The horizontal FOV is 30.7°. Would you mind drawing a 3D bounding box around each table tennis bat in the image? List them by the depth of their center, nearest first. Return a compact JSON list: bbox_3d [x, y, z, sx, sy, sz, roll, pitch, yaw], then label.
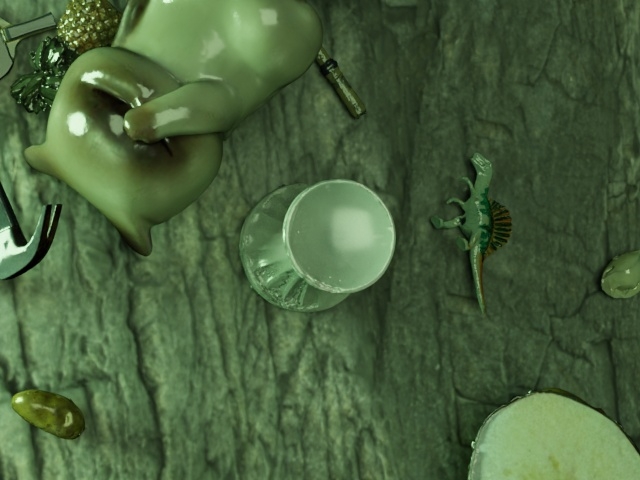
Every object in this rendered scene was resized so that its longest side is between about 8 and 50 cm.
[{"bbox_3d":[-0.388,-0.233,1.368,0.158,0.014,0.095,-22,91,-14],"label":"table tennis bat"}]

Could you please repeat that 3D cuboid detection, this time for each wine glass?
[{"bbox_3d":[0.000,0.000,1.360,0.164,0.196,0.165,2,82,-15],"label":"wine glass"}]

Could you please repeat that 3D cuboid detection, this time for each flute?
[{"bbox_3d":[-0.013,-0.252,1.465,0.027,0.027,0.233,-36,95,-15],"label":"flute"}]

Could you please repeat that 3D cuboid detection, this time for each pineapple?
[{"bbox_3d":[-0.299,-0.218,1.366,0.074,0.074,0.159,38,83,-9],"label":"pineapple"}]

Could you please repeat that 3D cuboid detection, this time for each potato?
[{"bbox_3d":[-0.309,0.196,1.336,0.092,0.045,0.046,31,80,-14],"label":"potato"},{"bbox_3d":[0.311,0.342,1.430,0.246,0.196,0.300,-37,67,-2],"label":"potato"}]

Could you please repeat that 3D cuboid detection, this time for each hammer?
[{"bbox_3d":[-0.387,-0.098,1.320,0.137,0.037,0.290,-22,87,18],"label":"hammer"}]

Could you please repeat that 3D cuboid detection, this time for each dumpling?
[{"bbox_3d":[0.408,0.049,1.546,0.077,0.043,0.059,-44,114,-30],"label":"dumpling"}]

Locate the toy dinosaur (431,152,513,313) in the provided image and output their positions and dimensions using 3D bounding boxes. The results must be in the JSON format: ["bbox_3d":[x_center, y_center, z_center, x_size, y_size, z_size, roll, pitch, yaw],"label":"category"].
[{"bbox_3d":[0.210,-0.013,1.500,0.106,0.044,0.187,-28,92,-31],"label":"toy dinosaur"}]

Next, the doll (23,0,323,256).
[{"bbox_3d":[-0.155,-0.188,1.316,0.215,0.226,0.370,38,77,-8],"label":"doll"}]
